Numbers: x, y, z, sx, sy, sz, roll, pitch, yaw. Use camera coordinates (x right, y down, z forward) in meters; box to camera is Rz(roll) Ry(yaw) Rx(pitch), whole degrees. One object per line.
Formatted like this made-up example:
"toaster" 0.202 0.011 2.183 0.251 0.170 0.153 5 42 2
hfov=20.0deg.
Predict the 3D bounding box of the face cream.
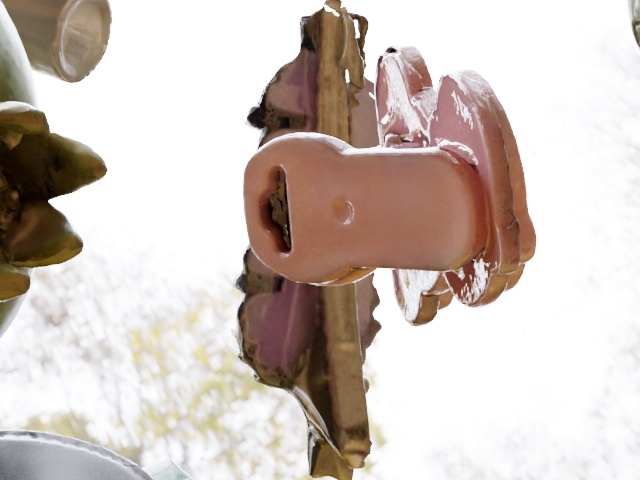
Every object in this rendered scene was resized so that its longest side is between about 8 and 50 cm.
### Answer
"face cream" -0.286 -0.190 1.315 0.073 0.269 0.107 -68 -16 -6

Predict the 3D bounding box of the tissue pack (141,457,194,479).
"tissue pack" -0.153 0.250 1.539 0.111 0.085 0.079 -21 -56 -29

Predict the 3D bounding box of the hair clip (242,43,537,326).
"hair clip" 0.049 -0.021 0.748 0.102 0.138 0.123 -18 -80 -46

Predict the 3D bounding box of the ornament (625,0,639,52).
"ornament" 0.189 -0.158 0.928 0.081 0.075 0.156 -14 -88 -49

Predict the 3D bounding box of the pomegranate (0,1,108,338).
"pomegranate" -0.241 -0.052 1.007 0.216 0.358 0.310 -30 -62 -44

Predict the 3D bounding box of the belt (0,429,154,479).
"belt" -0.209 0.218 1.090 0.267 0.116 0.206 -25 -61 3

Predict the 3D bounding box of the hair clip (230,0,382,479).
"hair clip" 0.000 0.000 1.091 0.106 0.084 0.292 3 -96 -24
